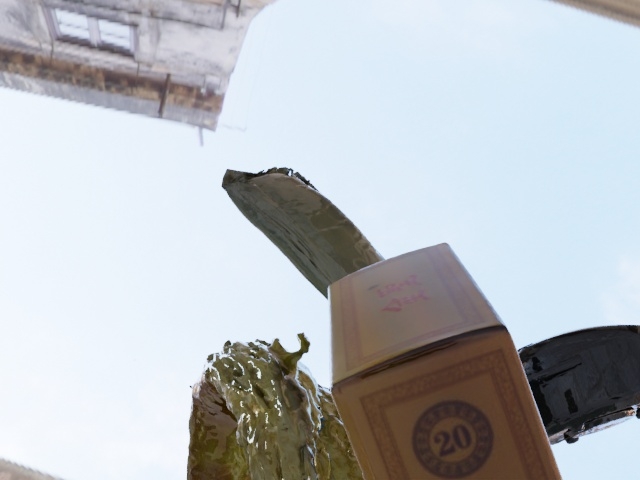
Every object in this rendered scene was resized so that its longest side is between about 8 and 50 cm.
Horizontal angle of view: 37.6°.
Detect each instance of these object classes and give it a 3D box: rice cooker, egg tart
[{"bbox_3d":[0.305,0.169,1.111,0.203,0.142,0.118,-20,-113,5],"label":"rice cooker"},{"bbox_3d":[-0.037,0.279,0.965,0.169,0.388,0.388,0,-97,-20],"label":"egg tart"}]

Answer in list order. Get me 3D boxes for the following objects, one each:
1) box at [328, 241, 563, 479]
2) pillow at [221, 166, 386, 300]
[{"bbox_3d":[0.083,0.151,0.448,0.076,0.174,0.274,-20,-81,2],"label":"box"},{"bbox_3d":[0.000,0.000,0.918,0.208,0.119,0.053,44,-60,16],"label":"pillow"}]
